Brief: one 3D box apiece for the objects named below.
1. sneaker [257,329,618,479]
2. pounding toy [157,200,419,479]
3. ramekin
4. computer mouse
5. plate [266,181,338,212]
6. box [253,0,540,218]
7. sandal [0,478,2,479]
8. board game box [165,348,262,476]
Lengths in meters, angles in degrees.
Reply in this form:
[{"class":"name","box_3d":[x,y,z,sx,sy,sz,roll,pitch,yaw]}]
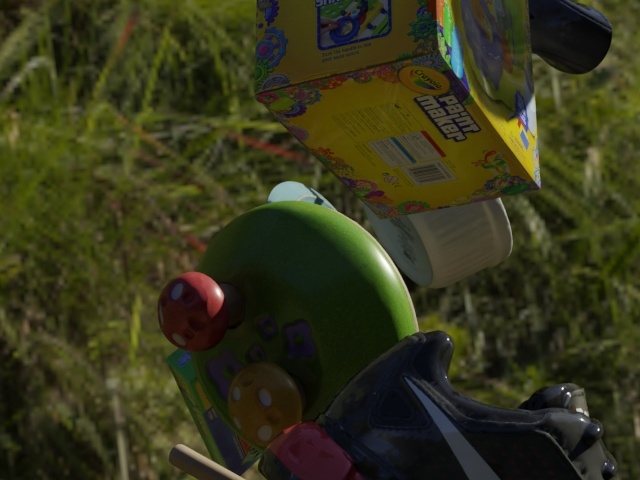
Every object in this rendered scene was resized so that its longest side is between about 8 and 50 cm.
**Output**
[{"class":"sneaker","box_3d":[0.111,0.143,0.632,0.276,0.135,0.097,37,-8,9]},{"class":"pounding toy","box_3d":[-0.046,0.095,0.916,0.183,0.237,0.110,25,22,30]},{"class":"ramekin","box_3d":[0.139,-0.037,1.775,0.109,0.207,0.207,-32,7,-14]},{"class":"computer mouse","box_3d":[0.265,-0.278,1.928,0.060,0.184,0.262,16,19,-50]},{"class":"plate","box_3d":[0.000,0.000,1.867,0.024,0.188,0.188,-33,-14,32]},{"class":"box","box_3d":[0.077,-0.212,1.326,0.177,0.279,0.290,-11,-25,23]},{"class":"sandal","box_3d":[-0.265,0.282,1.231,0.302,0.120,0.086,25,28,-16]},{"class":"board game box","box_3d":[-0.060,0.147,1.630,0.213,0.046,0.317,-42,-24,-16]}]
